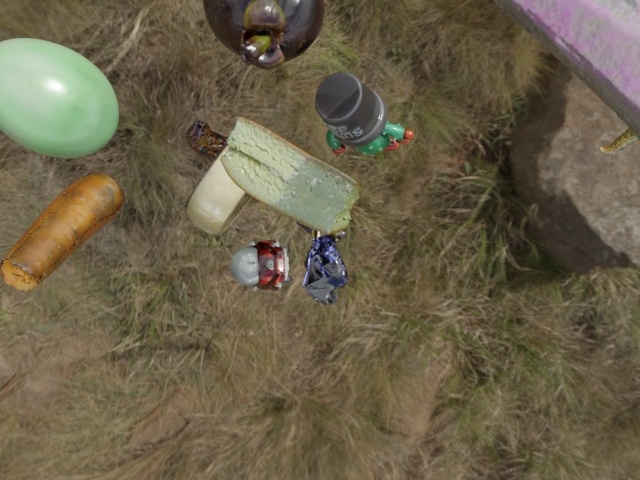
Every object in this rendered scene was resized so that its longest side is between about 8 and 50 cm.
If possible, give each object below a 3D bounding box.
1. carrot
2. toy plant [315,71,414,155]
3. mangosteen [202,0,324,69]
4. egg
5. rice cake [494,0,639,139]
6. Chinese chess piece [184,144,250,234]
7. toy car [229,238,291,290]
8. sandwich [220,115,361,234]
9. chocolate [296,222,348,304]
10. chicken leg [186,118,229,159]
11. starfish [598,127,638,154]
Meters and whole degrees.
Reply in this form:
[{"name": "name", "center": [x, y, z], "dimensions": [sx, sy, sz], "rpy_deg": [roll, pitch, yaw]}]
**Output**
[{"name": "carrot", "center": [-0.247, -0.014, 0.502], "dimensions": [0.055, 0.161, 0.055], "rpy_deg": [6, 125, 9]}, {"name": "toy plant", "center": [0.118, -0.369, 1.624], "dimensions": [0.279, 0.400, 0.186], "rpy_deg": [-24, 72, 19]}, {"name": "mangosteen", "center": [-0.130, -0.564, 1.231], "dimensions": [0.297, 0.293, 0.297], "rpy_deg": [-7, 115, -14]}, {"name": "egg", "center": [-0.551, -0.288, 1.055], "dimensions": [0.269, 0.220, 0.220], "rpy_deg": [34, 90, -33]}, {"name": "rice cake", "center": [0.162, -0.093, 0.277], "dimensions": [0.047, 0.036, 0.207], "rpy_deg": [-34, 70, 6]}, {"name": "Chinese chess piece", "center": [-0.218, -0.134, 1.255], "dimensions": [0.104, 0.257, 0.257], "rpy_deg": [35, 89, -5]}, {"name": "toy car", "center": [-0.130, 0.052, 1.069], "dimensions": [0.112, 0.139, 0.112], "rpy_deg": [-2, 86, -28]}, {"name": "sandwich", "center": [-0.022, -0.079, 0.751], "dimensions": [0.258, 0.096, 0.094], "rpy_deg": [23, 103, -35]}, {"name": "chocolate", "center": [0.001, 0.005, 1.358], "dimensions": [0.148, 0.126, 0.343], "rpy_deg": [-9, 59, -11]}, {"name": "chicken leg", "center": [-0.330, -0.292, 1.524], "dimensions": [0.105, 0.234, 0.063], "rpy_deg": [-43, 69, 11]}, {"name": "starfish", "center": [0.484, -0.139, 0.659], "dimensions": [0.208, 0.176, 0.053], "rpy_deg": [-35, 132, -10]}]
